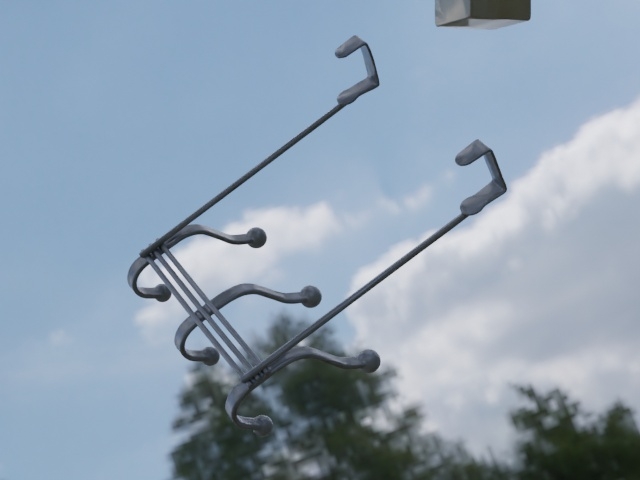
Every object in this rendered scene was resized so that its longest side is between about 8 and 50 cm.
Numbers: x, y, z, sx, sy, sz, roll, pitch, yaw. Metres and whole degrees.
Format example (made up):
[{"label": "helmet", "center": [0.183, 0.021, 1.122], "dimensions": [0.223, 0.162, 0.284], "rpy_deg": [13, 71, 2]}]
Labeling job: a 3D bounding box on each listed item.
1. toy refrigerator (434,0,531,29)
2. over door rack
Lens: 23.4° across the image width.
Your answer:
[{"label": "toy refrigerator", "center": [0.204, -0.402, 1.914], "dimensions": [0.094, 0.269, 0.102], "rpy_deg": [0, 0, -21]}, {"label": "over door rack", "center": [0.000, 0.000, 1.413], "dimensions": [0.324, 0.239, 0.108], "rpy_deg": [-45, -45, 1]}]
